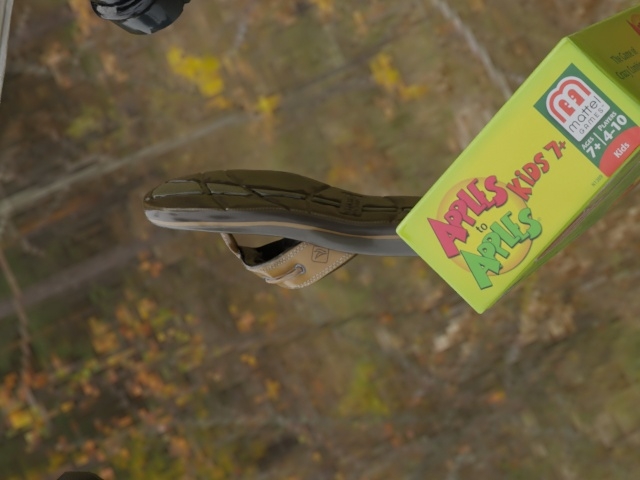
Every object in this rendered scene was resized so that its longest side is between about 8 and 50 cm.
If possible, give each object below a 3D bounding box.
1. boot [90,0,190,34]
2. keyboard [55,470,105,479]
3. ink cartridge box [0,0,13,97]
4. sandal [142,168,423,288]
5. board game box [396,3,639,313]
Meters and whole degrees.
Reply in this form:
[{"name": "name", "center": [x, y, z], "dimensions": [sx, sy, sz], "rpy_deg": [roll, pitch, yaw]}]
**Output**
[{"name": "boot", "center": [-0.126, -0.258, 0.948], "dimensions": [0.094, 0.246, 0.207], "rpy_deg": [3, 158, 42]}, {"name": "keyboard", "center": [-0.122, 0.251, 1.028], "dimensions": [0.201, 0.033, 0.317], "rpy_deg": [40, -158, -1]}, {"name": "ink cartridge box", "center": [-0.445, -0.155, 1.312], "dimensions": [0.166, 0.395, 0.285], "rpy_deg": [-23, 57, 57]}, {"name": "sandal", "center": [0.000, 0.000, 1.052], "dimensions": [0.090, 0.219, 0.060], "rpy_deg": [-69, -15, -73]}, {"name": "board game box", "center": [0.102, -0.040, 0.661], "dimensions": [0.043, 0.092, 0.181], "rpy_deg": [45, -154, 8]}]
